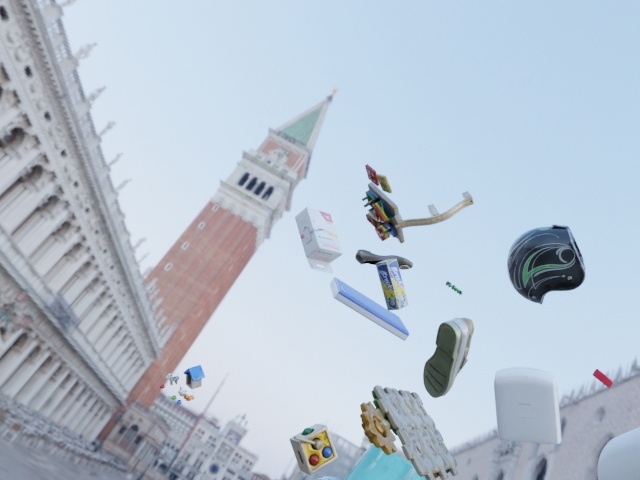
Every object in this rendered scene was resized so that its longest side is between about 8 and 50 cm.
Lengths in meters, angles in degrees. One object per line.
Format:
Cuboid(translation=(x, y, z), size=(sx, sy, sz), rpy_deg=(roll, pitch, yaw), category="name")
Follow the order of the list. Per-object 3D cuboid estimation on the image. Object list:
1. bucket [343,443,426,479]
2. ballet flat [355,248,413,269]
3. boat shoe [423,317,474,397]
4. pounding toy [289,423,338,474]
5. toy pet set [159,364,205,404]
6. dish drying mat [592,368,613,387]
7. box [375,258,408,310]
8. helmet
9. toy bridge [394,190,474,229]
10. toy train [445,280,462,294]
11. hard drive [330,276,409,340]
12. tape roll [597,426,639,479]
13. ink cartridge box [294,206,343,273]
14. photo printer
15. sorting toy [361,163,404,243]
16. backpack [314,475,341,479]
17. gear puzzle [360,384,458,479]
Cuboid(translation=(0.179, 0.661, 1.305), size=(0.281, 0.183, 0.281), rpy_deg=(32, -25, 17), category="bucket")
Cuboid(translation=(0.267, 0.092, 2.216), size=(0.249, 0.058, 0.084), rpy_deg=(12, -30, 13), category="ballet flat")
Cuboid(translation=(0.408, 0.371, 1.629), size=(0.113, 0.103, 0.303), rpy_deg=(47, -42, 42), category="boat shoe")
Cuboid(translation=(-0.028, 0.649, 1.647), size=(0.100, 0.130, 0.141), rpy_deg=(-21, -91, 59), category="pounding toy")
Cuboid(translation=(-0.406, 0.421, 1.567), size=(0.122, 0.114, 0.065), rpy_deg=(19, -71, 44), category="toy pet set")
Cuboid(translation=(1.085, 0.529, 2.005), size=(0.083, 0.032, 0.008), rpy_deg=(38, 0, -1), category="dish drying mat")
Cuboid(translation=(0.246, 0.150, 1.790), size=(0.054, 0.059, 0.169), rpy_deg=(-14, -88, 48), category="box")
Cuboid(translation=(0.508, 0.056, 1.193), size=(0.161, 0.170, 0.169), rpy_deg=(-22, -56, 27), category="helmet")
Cuboid(translation=(0.263, -0.062, 1.206), size=(0.188, 0.063, 0.026), rpy_deg=(-19, -63, 6), category="toy bridge")
Cuboid(translation=(0.561, 0.199, 2.187), size=(0.083, 0.017, 0.024), rpy_deg=(36, -24, 21), category="toy train")
Cuboid(translation=(0.187, 0.263, 2.037), size=(0.318, 0.040, 0.210), rpy_deg=(32, 7, -9), category="hard drive")
Cuboid(translation=(0.679, 0.460, 0.969), size=(0.246, 0.246, 0.169), rpy_deg=(29, -40, 6), category="tape roll")
Cuboid(translation=(0.000, 0.000, 1.670), size=(0.115, 0.198, 0.067), rpy_deg=(14, -41, -45), category="ink cartridge box")
Cuboid(translation=(0.872, 0.692, 2.211), size=(0.255, 0.308, 0.107), rpy_deg=(-4, 1, 25), category="photo printer")
Cuboid(translation=(0.159, -0.072, 1.381), size=(0.132, 0.046, 0.275), rpy_deg=(51, -14, 45), category="sorting toy")
Cuboid(translation=(0.009, 0.903, 1.796), size=(0.158, 0.174, 0.116), rpy_deg=(-11, -32, 41), category="backpack")
Cuboid(translation=(0.144, 0.339, 0.905), size=(0.339, 0.044, 0.176), rpy_deg=(34, 23, -57), category="gear puzzle")
